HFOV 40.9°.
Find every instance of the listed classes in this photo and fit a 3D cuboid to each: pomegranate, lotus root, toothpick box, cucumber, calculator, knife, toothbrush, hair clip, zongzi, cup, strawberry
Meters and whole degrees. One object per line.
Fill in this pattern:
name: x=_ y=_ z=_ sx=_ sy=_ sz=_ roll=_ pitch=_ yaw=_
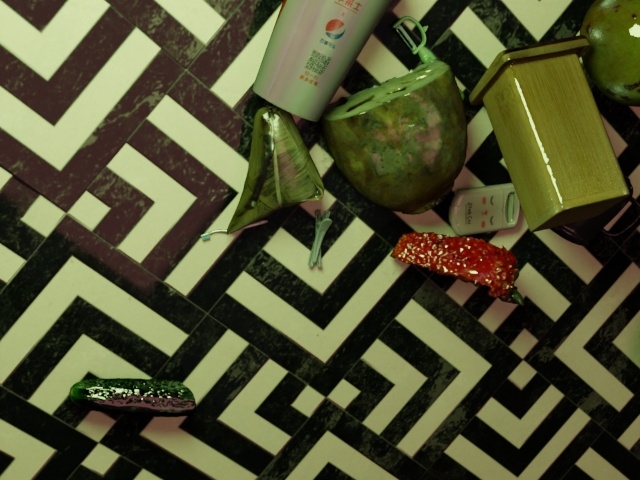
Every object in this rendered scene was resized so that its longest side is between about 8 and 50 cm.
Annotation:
pomegranate: x=0.670 y=-0.384 z=1.624 sx=0.290 sy=0.323 sz=0.291 roll=-8 pitch=104 yaw=-33
lotus root: x=0.160 y=-0.165 z=1.620 sx=0.267 sy=0.149 sz=0.260 roll=-23 pitch=115 yaw=-5
toothpick box: x=0.433 y=-0.191 z=1.604 sx=0.187 sy=0.190 sz=0.308 roll=-13 pitch=76 yaw=-16
cucumber: x=-0.356 y=0.300 z=1.639 sx=0.241 sy=0.074 sz=0.074 roll=6 pitch=105 yaw=-19
calculator: x=0.345 y=-0.065 z=1.776 sx=0.175 sy=0.032 sz=0.100 roll=-8 pitch=110 yaw=-17
knife: x=0.219 y=-0.349 z=1.648 sx=0.054 sy=0.015 sz=0.212 roll=-44 pitch=115 yaw=-2
toothbrush: x=-0.163 y=-0.022 z=1.629 sx=0.131 sy=0.011 sz=0.013 roll=-15 pitch=99 yaw=-13
hair clip: x=-0.001 y=0.000 z=1.678 sx=0.030 sy=0.039 sz=0.115 roll=5 pitch=108 yaw=-15
zongzi: x=-0.121 y=-0.137 z=1.567 sx=0.204 sy=0.094 sz=0.205 roll=-25 pitch=110 yaw=0
cup: x=0.000 y=-0.366 z=1.487 sx=0.203 sy=0.203 sz=0.288 roll=20 pitch=106 yaw=-24
strawberry: x=0.291 y=0.038 z=1.718 sx=0.286 sy=0.188 sz=0.106 roll=21 pitch=89 yaw=-2
cup: x=0.553 y=-0.077 z=1.765 sx=0.223 sy=0.169 sz=0.176 roll=31 pitch=102 yaw=-15
